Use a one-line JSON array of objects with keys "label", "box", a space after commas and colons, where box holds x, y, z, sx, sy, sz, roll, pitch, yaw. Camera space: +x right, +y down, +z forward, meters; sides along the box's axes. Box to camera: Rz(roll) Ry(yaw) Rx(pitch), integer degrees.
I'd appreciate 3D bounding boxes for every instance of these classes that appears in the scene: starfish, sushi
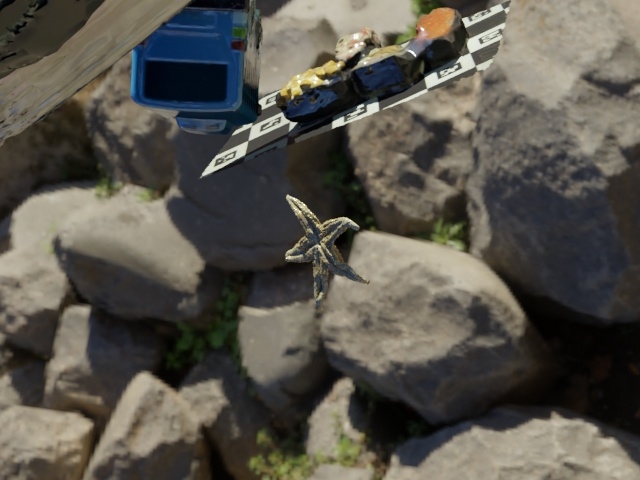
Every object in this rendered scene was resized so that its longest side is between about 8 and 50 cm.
[{"label": "starfish", "box": [0.000, 0.000, 0.745, 0.092, 0.016, 0.086, -39, 72, 53]}, {"label": "sushi", "box": [0.027, -0.155, 0.968, 0.280, 0.043, 0.192, -17, 24, 25]}]

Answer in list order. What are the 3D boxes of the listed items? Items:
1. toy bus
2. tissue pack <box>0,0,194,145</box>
[{"label": "toy bus", "box": [-0.094, -0.140, 0.861, 0.184, 0.090, 0.106, -64, -24, -88]}, {"label": "tissue pack", "box": [-0.081, -0.233, 0.337, 0.417, 0.253, 0.264, -33, 81, 15]}]
